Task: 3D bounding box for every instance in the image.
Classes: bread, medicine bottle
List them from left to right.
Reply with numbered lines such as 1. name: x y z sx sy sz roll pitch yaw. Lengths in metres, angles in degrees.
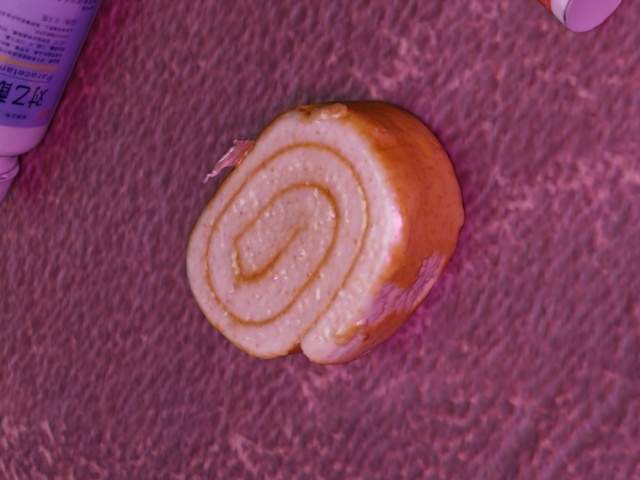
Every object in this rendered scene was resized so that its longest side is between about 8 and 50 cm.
1. medicine bottle: -0.193 -0.115 1.088 0.103 0.103 0.186 42 116 33
2. bread: 0.000 0.000 0.938 0.122 0.073 0.149 52 122 26

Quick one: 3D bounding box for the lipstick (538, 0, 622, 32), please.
1. lipstick: 0.089 -0.152 0.882 0.130 0.038 0.038 48 120 30
